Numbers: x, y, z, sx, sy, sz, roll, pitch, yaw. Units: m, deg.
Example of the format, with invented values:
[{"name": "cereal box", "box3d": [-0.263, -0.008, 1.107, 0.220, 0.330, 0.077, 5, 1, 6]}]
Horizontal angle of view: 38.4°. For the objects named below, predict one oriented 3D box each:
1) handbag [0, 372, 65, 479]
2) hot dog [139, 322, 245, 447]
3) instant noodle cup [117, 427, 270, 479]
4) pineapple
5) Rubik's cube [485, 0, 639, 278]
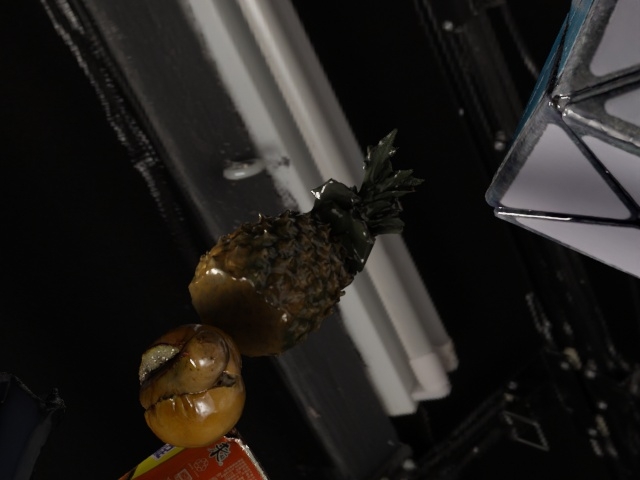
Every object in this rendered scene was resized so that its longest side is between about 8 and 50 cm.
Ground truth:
[{"name": "handbag", "box3d": [-0.296, 0.259, 0.694, 0.118, 0.269, 0.325, 21, -107, -11]}, {"name": "hot dog", "box3d": [-0.094, 0.105, 0.666, 0.060, 0.140, 0.090, 4, -104, -36]}, {"name": "instant noodle cup", "box3d": [-0.148, 0.318, 1.019, 0.174, 0.213, 0.213, -27, -72, -23]}, {"name": "pineapple", "box3d": [0.000, 0.000, 0.812, 0.251, 0.125, 0.125, -42, -65, -38]}, {"name": "Rubik's cube", "box3d": [0.309, -0.117, 0.747, 0.255, 0.259, 0.260, 22, -107, 6]}]
